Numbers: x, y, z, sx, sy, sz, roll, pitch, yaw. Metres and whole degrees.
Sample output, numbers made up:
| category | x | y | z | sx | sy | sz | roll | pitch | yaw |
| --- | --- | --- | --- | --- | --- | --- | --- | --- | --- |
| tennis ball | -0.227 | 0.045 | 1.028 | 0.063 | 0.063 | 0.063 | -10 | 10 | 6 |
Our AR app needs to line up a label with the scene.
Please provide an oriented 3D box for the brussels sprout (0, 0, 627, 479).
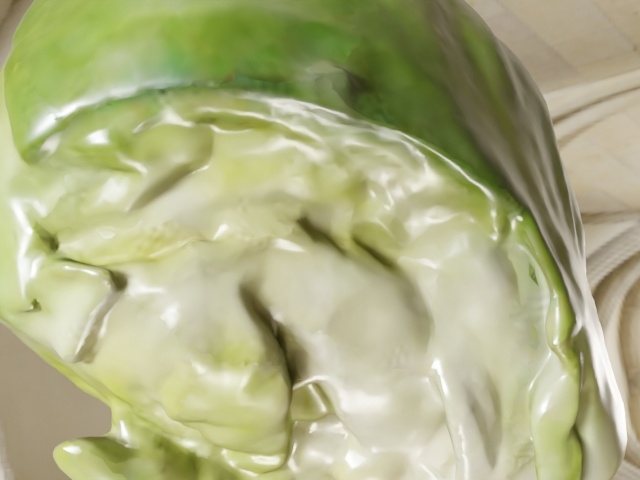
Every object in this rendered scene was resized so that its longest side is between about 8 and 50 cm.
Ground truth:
| category | x | y | z | sx | sy | sz | roll | pitch | yaw |
| --- | --- | --- | --- | --- | --- | --- | --- | --- | --- |
| brussels sprout | 0.000 | 0.000 | 0.530 | 0.371 | 0.276 | 0.315 | 50 | -161 | -14 |
